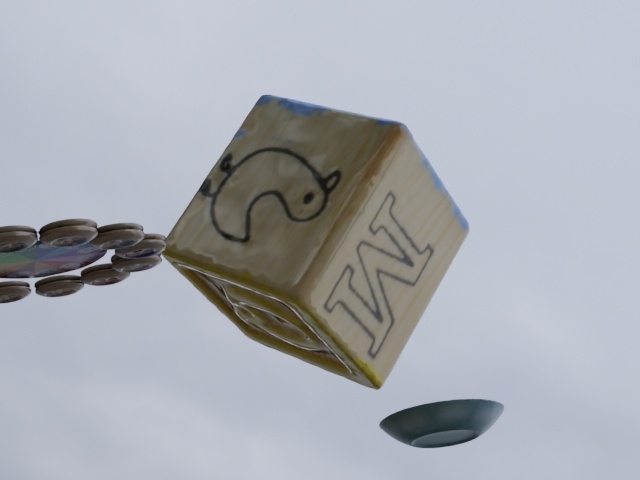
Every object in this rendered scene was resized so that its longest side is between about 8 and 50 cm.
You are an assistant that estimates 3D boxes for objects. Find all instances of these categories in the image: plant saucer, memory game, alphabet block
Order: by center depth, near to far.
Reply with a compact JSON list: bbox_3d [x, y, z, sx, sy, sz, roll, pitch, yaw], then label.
[{"bbox_3d":[-0.196,0.018,0.813,0.186,0.012,0.186,-10,-13,-2],"label":"memory game"},{"bbox_3d":[0.000,0.000,1.166,0.192,0.197,0.193,16,-23,39],"label":"alphabet block"},{"bbox_3d":[0.188,0.286,1.818,0.195,0.037,0.195,-7,-23,-3],"label":"plant saucer"}]
